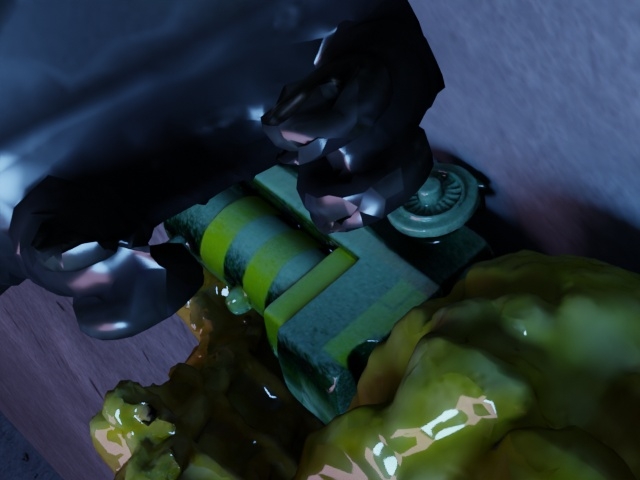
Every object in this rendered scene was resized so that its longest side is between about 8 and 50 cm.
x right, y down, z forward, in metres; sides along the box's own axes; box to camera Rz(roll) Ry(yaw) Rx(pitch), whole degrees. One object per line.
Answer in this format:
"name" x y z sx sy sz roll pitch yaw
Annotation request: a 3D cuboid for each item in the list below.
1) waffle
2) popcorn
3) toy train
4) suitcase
"waffle" -0.003 0.127 0.956 0.281 0.058 0.301 32 -149 -28
"popcorn" 0.080 0.138 0.780 0.206 0.251 0.237 34 142 25
"toy train" 0.000 0.000 0.930 0.200 0.132 0.083 36 158 41
"suitcase" -0.111 -0.160 0.563 0.283 0.194 0.434 60 -173 -26
